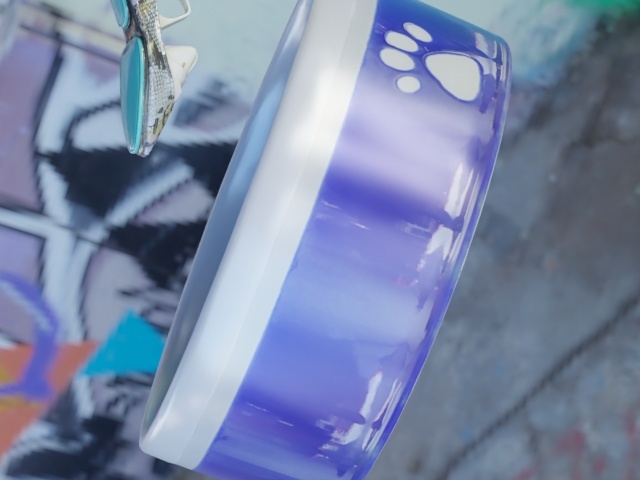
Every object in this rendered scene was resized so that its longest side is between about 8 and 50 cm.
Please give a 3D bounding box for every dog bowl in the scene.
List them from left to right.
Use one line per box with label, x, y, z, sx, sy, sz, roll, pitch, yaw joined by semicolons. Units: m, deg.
dog bowl;0.000;0.000;0.995;0.265;0.104;0.265;-159;90;-84

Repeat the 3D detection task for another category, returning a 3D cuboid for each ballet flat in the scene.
ballet flat;-0.078;-0.096;0.914;0.041;0.041;0.114;-22;75;53
